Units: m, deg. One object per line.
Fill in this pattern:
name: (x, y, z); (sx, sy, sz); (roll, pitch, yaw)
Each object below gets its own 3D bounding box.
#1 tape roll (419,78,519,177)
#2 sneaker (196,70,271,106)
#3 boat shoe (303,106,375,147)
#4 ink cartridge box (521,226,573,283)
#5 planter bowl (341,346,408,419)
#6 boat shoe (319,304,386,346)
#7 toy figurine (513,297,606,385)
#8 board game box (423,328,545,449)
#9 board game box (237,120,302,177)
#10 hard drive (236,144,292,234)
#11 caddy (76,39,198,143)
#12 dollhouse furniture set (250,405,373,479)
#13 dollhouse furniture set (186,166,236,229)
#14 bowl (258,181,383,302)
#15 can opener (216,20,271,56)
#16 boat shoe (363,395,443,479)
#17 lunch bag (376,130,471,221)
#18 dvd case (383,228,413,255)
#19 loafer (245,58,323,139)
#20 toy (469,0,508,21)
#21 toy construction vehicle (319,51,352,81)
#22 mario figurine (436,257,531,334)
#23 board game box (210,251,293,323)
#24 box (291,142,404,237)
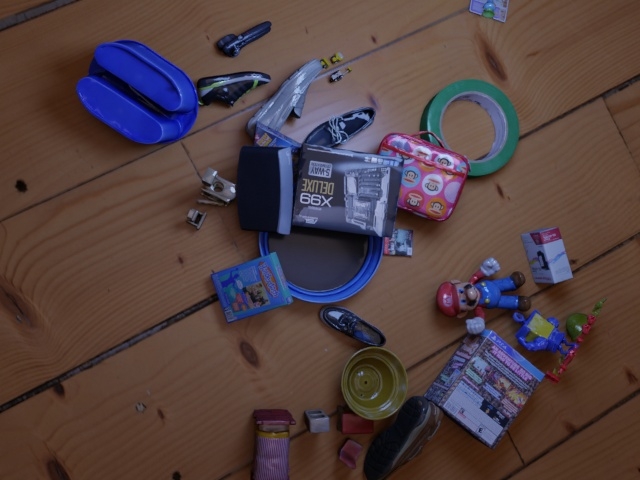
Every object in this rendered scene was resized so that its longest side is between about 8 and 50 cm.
tape roll: (0.493, -0.366, 1.920); (0.322, 0.077, 0.321); (1, 87, -11)
sneaker: (-0.268, -0.466, 1.795); (0.235, 0.084, 0.097); (-11, 113, -10)
boat shoe: (0.062, -0.350, 1.836); (0.255, 0.079, 0.095); (-25, 92, -11)
ink cartridge box: (0.747, 0.051, 1.917); (0.073, 0.127, 0.175); (-16, 90, -10)
planter bowl: (0.154, 0.441, 1.796); (0.217, 0.090, 0.217); (4, 76, -16)
boat shoe: (0.105, 0.271, 1.810); (0.229, 0.076, 0.080); (32, 82, -8)
toy figurine: (0.738, 0.268, 1.867); (0.217, 0.191, 0.363); (31, 43, 23)
board game box: (0.516, 0.462, 1.844); (0.232, 0.141, 0.291); (40, 81, -6)
board game box: (-0.154, -0.257, 1.758); (0.194, 0.060, 0.194); (39, 105, -25)
hard drive: (-0.166, -0.145, 1.683); (0.172, 0.054, 0.254); (6, 102, 22)
caddy: (-0.525, -0.429, 1.685); (0.341, 0.179, 0.241); (34, 104, -8)
dollhouse furniture set: (-0.021, 0.613, 1.728); (0.375, 0.152, 0.201); (2, 87, -11)
dollhouse furniture set: (-0.317, -0.106, 1.698); (0.101, 0.182, 0.160); (26, 82, -8)
bowl: (0.000, 0.000, 1.806); (0.392, 0.077, 0.390); (1, 86, -10)
can opener: (-0.231, -0.634, 1.807); (0.186, 0.059, 0.073); (-31, 92, -10)
boat shoe: (0.259, 0.621, 1.765); (0.120, 0.122, 0.324); (26, 109, -26)
lunch bag: (0.308, -0.214, 1.819); (0.293, 0.120, 0.258); (21, 95, 4)
dvd case: (0.242, 0.005, 1.883); (0.120, 0.013, 0.087); (3, 86, -9)
loafer: (-0.098, -0.425, 1.800); (0.111, 0.112, 0.319); (42, 89, -14)
toy: (0.596, -0.880, 1.978); (0.137, 0.056, 0.237); (13, 85, -11)
toy construction vehicle: (0.041, -0.555, 1.871); (0.098, 0.035, 0.086); (-36, 83, -13)
mario figurine: (0.522, 0.175, 1.838); (0.321, 0.198, 0.170); (-5, 128, -17)
board game box: (-0.205, 0.142, 1.728); (0.210, 0.047, 0.160); (-19, 91, 18)
box: (0.077, -0.146, 1.723); (0.308, 0.076, 0.242); (8, 95, -6)
